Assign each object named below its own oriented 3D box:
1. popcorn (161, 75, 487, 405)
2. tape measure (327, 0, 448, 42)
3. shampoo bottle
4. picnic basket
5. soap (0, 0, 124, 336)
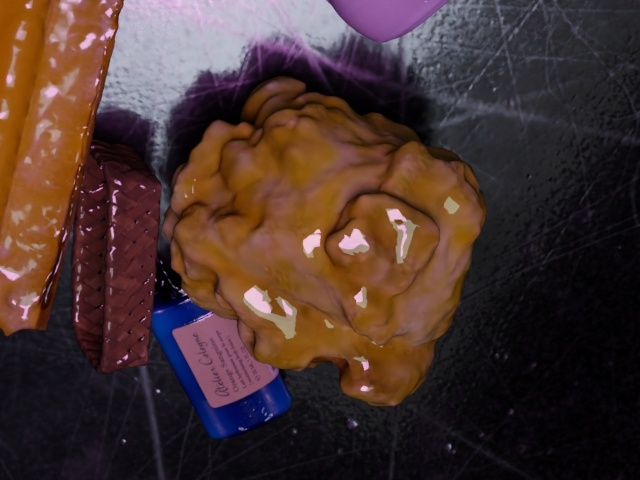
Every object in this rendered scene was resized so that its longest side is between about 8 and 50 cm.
[{"bbox_3d":[0.000,0.000,1.330,0.250,0.235,0.242,31,105,23],"label":"popcorn"},{"bbox_3d":[0.080,-0.246,1.246,0.196,0.178,0.105,-41,100,10],"label":"tape measure"},{"bbox_3d":[-0.098,0.090,1.435,0.087,0.050,0.183,-23,114,6],"label":"shampoo bottle"},{"bbox_3d":[-0.175,0.012,1.368,0.055,0.110,0.193,-6,115,-23],"label":"picnic basket"},{"bbox_3d":[-0.330,-0.118,1.257,0.304,0.169,0.339,12,110,-12],"label":"soap"}]
